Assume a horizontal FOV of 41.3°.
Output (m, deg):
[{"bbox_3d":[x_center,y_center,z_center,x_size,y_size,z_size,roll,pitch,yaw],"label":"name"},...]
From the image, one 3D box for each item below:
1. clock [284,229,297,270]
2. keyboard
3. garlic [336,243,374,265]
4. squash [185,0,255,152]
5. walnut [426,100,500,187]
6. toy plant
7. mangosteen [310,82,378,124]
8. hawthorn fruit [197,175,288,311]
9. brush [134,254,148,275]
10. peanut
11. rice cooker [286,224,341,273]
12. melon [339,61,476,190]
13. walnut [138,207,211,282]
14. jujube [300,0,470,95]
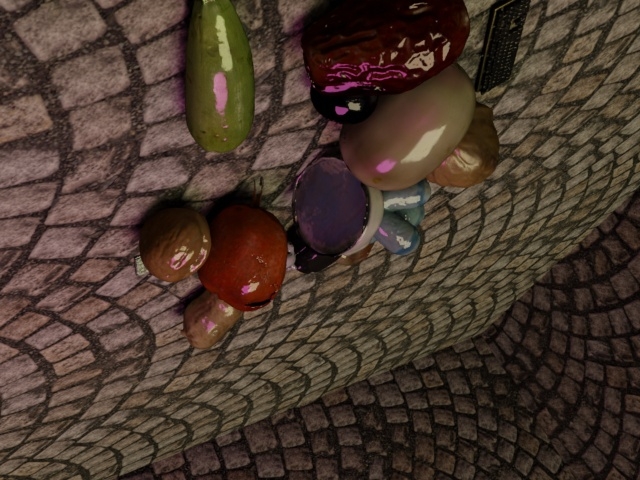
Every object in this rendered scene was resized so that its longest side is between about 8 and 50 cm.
[{"bbox_3d":[-0.121,0.018,2.055,0.080,0.117,0.176,-38,157,16],"label":"clock"},{"bbox_3d":[0.400,-0.429,1.882,0.106,0.027,0.317,-28,159,-8],"label":"keyboard"},{"bbox_3d":[0.071,0.006,2.351,0.198,0.090,0.128,6,123,-47],"label":"garlic"},{"bbox_3d":[-0.162,-0.272,1.381,0.118,0.118,0.370,-22,154,-20],"label":"squash"},{"bbox_3d":[0.304,-0.225,1.939,0.225,0.225,0.261,-39,163,20],"label":"walnut"},{"bbox_3d":[0.125,-0.076,2.001,0.332,0.247,0.247,-1,144,-47],"label":"toy plant"},{"bbox_3d":[0.051,-0.296,1.612,0.137,0.137,0.151,2,107,-54],"label":"mangosteen"},{"bbox_3d":[-0.162,0.004,1.874,0.211,0.211,0.299,1,112,-53],"label":"hawthorn fruit"},{"bbox_3d":[-0.329,0.024,1.946,0.205,0.011,0.083,-23,156,-21],"label":"brush"},{"bbox_3d":[-0.283,0.190,2.216,0.224,0.129,0.129,-50,152,23],"label":"peanut"},{"bbox_3d":[-0.001,0.001,2.173,0.203,0.118,0.142,-36,159,11],"label":"rice cooker"},{"bbox_3d":[0.173,-0.239,1.737,0.317,0.223,0.223,-46,154,25],"label":"melon"},{"bbox_3d":[-0.304,0.005,1.770,0.166,0.149,0.166,-56,-179,2],"label":"walnut"},{"bbox_3d":[0.112,-0.348,1.469,0.290,0.197,0.197,-16,159,7],"label":"jujube"}]
